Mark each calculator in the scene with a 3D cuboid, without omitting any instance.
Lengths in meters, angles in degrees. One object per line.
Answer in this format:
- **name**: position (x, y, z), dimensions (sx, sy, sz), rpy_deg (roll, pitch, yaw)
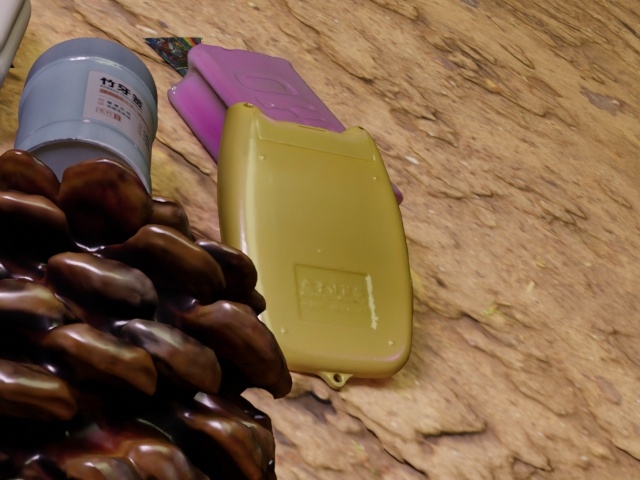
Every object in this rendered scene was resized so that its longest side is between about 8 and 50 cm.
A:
- **calculator**: position (0.000, 0.000, 0.990), dimensions (0.157, 0.033, 0.236), rpy_deg (9, 58, -29)

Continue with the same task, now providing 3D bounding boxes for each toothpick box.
- **toothpick box**: position (-0.165, -0.065, 0.928), dimensions (0.101, 0.101, 0.153), rpy_deg (22, 29, -19)

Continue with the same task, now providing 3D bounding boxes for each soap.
- **soap**: position (-0.033, -0.082, 1.140), dimensions (0.122, 0.065, 0.203), rpy_deg (2, 40, -45)

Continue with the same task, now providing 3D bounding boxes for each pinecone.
- **pinecone**: position (-0.126, 0.092, 0.585), dimensions (0.224, 0.224, 0.272), rpy_deg (27, 51, -11)

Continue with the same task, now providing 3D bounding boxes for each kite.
- **kite**: position (-0.128, -0.173, 1.258), dimensions (0.090, 0.004, 0.122), rpy_deg (19, 29, -25)

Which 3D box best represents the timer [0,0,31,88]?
- **timer**: position (-0.342, -0.192, 0.966), dimensions (0.262, 0.087, 0.237), rpy_deg (23, 28, -15)
